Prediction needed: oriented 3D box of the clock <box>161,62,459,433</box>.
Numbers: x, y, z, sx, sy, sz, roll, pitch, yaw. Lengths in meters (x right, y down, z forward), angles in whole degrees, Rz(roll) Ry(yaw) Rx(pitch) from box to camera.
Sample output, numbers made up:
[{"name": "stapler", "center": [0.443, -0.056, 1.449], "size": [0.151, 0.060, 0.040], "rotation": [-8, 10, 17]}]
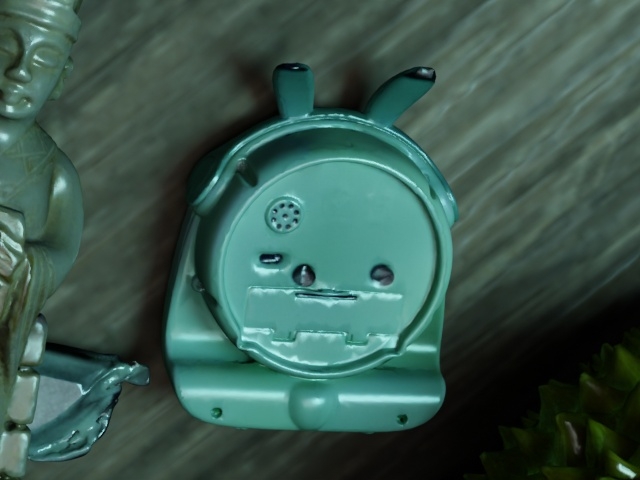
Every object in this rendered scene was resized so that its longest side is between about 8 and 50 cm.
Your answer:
[{"name": "clock", "center": [0.000, 0.000, 0.660], "size": [0.101, 0.041, 0.135], "rotation": [2, 110, -14]}]

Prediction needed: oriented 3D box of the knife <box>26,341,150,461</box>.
[{"name": "knife", "center": [-0.204, 0.031, 0.637], "size": [0.296, 0.026, 0.044], "rotation": [13, 104, -14]}]

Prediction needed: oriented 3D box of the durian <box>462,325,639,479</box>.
[{"name": "durian", "center": [0.148, 0.121, 0.668], "size": [0.237, 0.176, 0.200], "rotation": [-19, 104, -11]}]

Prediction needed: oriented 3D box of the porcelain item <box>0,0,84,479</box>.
[{"name": "porcelain item", "center": [-0.114, 0.003, 0.611], "size": [0.084, 0.054, 0.213], "rotation": [16, 95, -17]}]
